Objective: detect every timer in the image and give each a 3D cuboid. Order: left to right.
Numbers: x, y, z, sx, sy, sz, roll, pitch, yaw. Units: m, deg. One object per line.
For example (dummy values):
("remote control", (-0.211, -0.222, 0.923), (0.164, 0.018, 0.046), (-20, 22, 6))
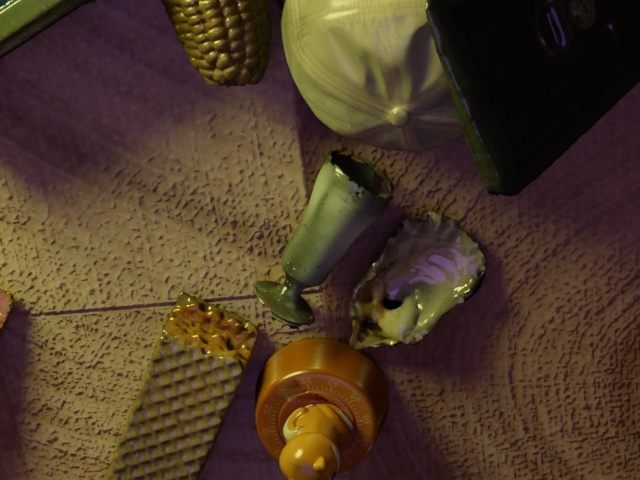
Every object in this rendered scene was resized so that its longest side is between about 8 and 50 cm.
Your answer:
("timer", (-0.005, 0.180, 1.044), (0.132, 0.152, 0.132), (2, 111, 5))

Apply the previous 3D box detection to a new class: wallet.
("wallet", (0.174, -0.153, 0.861), (0.052, 0.245, 0.169), (-2, 119, 45))

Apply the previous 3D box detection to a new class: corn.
("corn", (-0.099, -0.262, 0.912), (0.101, 0.101, 0.292), (-12, 111, 10))

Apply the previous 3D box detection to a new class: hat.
("hat", (0.064, -0.204, 0.891), (0.232, 0.161, 0.275), (-4, 107, 3))

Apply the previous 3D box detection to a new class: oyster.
("oyster", (0.089, 0.042, 1.039), (0.121, 0.045, 0.146), (5, 104, 7))

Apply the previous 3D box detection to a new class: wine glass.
("wine glass", (0.000, 0.000, 1.020), (0.072, 0.072, 0.155), (29, 112, -6))

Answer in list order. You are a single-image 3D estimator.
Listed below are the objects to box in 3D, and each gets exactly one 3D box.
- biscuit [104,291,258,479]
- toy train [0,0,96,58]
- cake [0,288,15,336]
("biscuit", (-0.166, 0.235, 1.135), (0.094, 0.054, 0.379), (23, 112, -4))
("toy train", (-0.302, -0.240, 0.923), (0.299, 0.131, 0.202), (-28, 107, 17))
("cake", (-0.394, 0.126, 1.126), (0.109, 0.090, 0.225), (28, 93, -3))
